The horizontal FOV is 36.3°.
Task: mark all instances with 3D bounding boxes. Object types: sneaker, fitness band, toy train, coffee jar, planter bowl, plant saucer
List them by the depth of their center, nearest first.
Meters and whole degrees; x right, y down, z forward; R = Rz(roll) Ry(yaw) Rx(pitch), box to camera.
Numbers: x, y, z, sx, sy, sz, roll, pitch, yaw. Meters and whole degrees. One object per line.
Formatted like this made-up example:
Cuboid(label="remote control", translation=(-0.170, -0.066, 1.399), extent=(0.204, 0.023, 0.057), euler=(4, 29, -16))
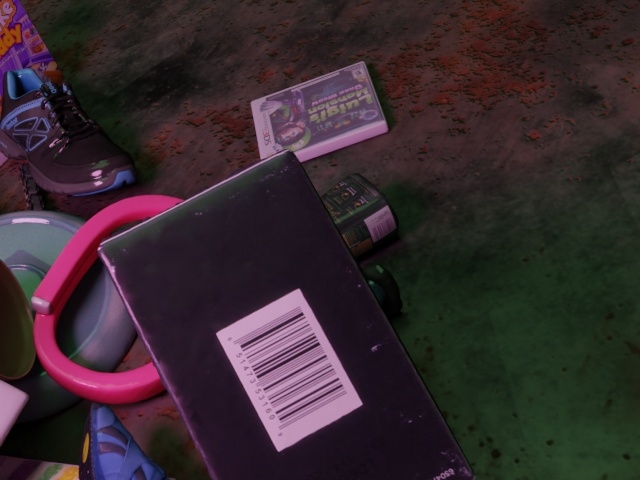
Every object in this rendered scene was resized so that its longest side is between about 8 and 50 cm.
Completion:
Cuboid(label="sneaker", translation=(-0.197, 0.238, 0.984), extent=(0.082, 0.069, 0.209), euler=(6, 23, -22))
Cuboid(label="planter bowl", translation=(-0.422, 0.102, 1.135), extent=(0.109, 0.162, 0.162), euler=(-21, 41, 9))
Cuboid(label="fitness band", translation=(-0.228, 0.065, 1.211), extent=(0.209, 0.054, 0.291), euler=(22, 56, 8))
Cuboid(label="coffee jar", translation=(0.000, 0.000, 1.217), extent=(0.184, 0.079, 0.096), euler=(-33, 45, -12))
Cuboid(label="plant saucer", translation=(-0.392, 0.082, 1.256), extent=(0.318, 0.043, 0.317), euler=(-1, 57, 1))
Cuboid(label="sneaker", translation=(-0.406, -0.167, 1.507), extent=(0.341, 0.139, 0.125), euler=(25, 32, 38))
Cuboid(label="toy train", translation=(-0.452, -0.073, 1.529), extent=(0.027, 0.036, 0.158), euler=(-5, 33, -21))

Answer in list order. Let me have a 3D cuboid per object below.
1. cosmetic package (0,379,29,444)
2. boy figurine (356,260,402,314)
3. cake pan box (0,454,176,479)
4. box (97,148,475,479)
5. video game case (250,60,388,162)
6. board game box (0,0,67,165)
Cuboid(label="cosmetic package", translation=(-0.503, 0.305, 0.939), extent=(0.230, 0.161, 0.453), euler=(31, 53, -9))
Cuboid(label="boy figurine", translation=(-0.023, 0.137, 1.077), extent=(0.177, 0.092, 0.285), euler=(19, 57, 37))
Cuboid(label="cake pan box", translation=(-0.286, 0.356, 0.987), extent=(0.246, 0.070, 0.267), euler=(0, 47, 28))
Cuboid(label="box", translation=(-0.028, 0.115, 0.865), extent=(0.183, 0.294, 0.296), euler=(-28, 81, -6))
Cuboid(label="video game case", translation=(-0.006, -0.187, 1.457), extent=(0.190, 0.022, 0.173), euler=(-19, 42, 5))
Cuboid(label="board game box", translation=(-0.592, -0.230, 1.608), extent=(0.078, 0.233, 0.347), euler=(11, 52, 33))
